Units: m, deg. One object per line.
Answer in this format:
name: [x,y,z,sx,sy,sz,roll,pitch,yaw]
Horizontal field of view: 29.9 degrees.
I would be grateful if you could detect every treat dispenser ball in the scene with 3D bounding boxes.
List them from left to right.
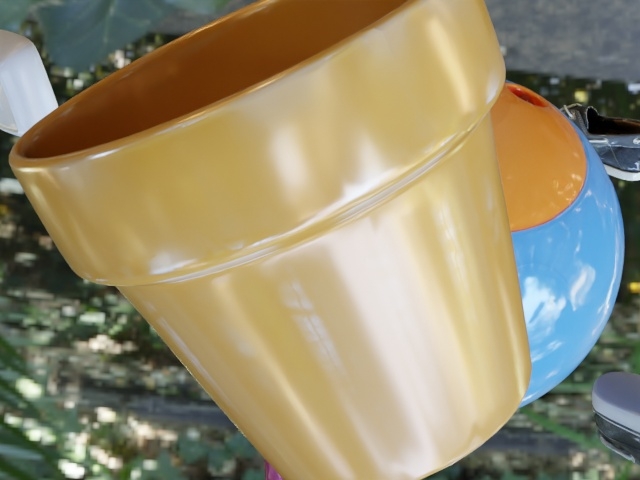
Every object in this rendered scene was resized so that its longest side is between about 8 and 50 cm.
treat dispenser ball: [0.101,0.004,0.983,0.288,0.288,0.288,2,163,1]

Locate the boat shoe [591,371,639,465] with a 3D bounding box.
boat shoe: [0.335,0.188,1.064,0.078,0.070,0.219,-23,-149,-29]

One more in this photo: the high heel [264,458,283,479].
high heel: [-0.086,0.178,1.349,0.181,0.377,0.127,-34,-169,16]

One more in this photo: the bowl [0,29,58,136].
bowl: [-0.395,-0.192,1.521,0.053,0.142,0.142,-31,-147,-30]

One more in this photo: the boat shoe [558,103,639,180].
boat shoe: [0.349,-0.160,1.654,0.233,0.084,0.079,21,135,17]

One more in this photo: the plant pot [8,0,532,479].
plant pot: [0.000,0.000,0.526,0.205,0.188,0.205,-22,-161,8]
